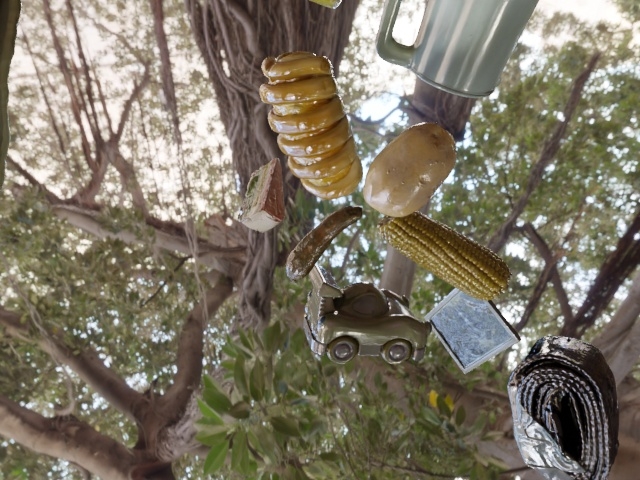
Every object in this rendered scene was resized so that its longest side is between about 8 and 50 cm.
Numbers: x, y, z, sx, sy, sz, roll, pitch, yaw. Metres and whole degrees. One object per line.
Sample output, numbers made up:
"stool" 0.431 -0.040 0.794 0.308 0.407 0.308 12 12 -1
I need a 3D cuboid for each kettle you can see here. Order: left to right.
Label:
"kettle" 0.283 -0.457 0.898 0.265 0.317 0.205 -12 -131 -28

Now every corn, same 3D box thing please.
"corn" 0.340 0.032 1.294 0.387 0.144 0.144 32 -136 -1

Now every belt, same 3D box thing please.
"belt" 0.475 0.344 0.932 0.184 0.288 0.164 -7 -172 38

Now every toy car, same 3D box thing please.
"toy car" 0.130 0.206 1.376 0.336 0.226 0.242 3 -166 -12

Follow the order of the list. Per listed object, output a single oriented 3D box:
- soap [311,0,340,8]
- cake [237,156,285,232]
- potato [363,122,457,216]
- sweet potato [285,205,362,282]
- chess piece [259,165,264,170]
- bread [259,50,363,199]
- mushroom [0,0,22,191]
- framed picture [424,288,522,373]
"soap" -0.087 -0.422 0.551 0.315 0.199 0.091 21 -171 -4
"cake" -0.156 -0.126 1.369 0.109 0.090 0.225 -26 -139 32
"potato" 0.153 -0.119 0.811 0.118 0.178 0.109 43 -156 2
"sweet potato" 0.000 0.000 1.214 0.075 0.273 0.075 37 -160 -16
"chess piece" -0.186 -0.245 1.652 0.035 0.035 0.092 -12 -172 -18
"bread" -0.017 -0.213 0.946 0.121 0.311 0.173 -40 -145 -26
"mushroom" -0.320 -0.148 0.285 0.212 0.217 0.291 3 -104 19
"framed picture" 0.476 0.279 1.538 0.020 0.324 0.240 -23 -112 -27
